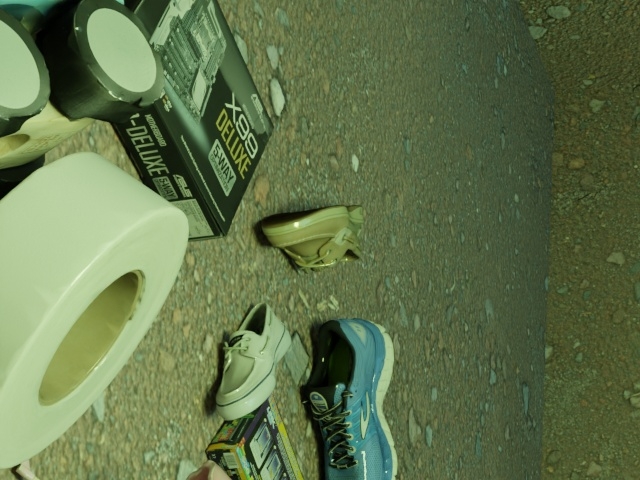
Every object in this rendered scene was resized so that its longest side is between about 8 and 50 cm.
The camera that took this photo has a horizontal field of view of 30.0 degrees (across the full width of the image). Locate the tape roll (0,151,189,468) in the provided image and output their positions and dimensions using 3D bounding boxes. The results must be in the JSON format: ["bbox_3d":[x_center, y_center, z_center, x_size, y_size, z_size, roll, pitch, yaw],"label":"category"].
[{"bbox_3d":[-0.242,0.063,1.080,0.286,0.100,0.286,-54,169,-15],"label":"tape roll"}]

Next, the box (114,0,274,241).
[{"bbox_3d":[-0.175,-0.189,1.513,0.242,0.076,0.307,-69,144,-47],"label":"box"}]

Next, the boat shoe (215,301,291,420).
[{"bbox_3d":[-0.102,0.158,1.605,0.076,0.083,0.226,63,17,-15],"label":"boat shoe"}]

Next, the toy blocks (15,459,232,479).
[{"bbox_3d":[-0.220,0.365,1.127,0.260,0.309,0.288,41,17,-15],"label":"toy blocks"}]

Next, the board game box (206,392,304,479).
[{"bbox_3d":[-0.085,0.310,1.623,0.141,0.048,0.170,-57,135,-58],"label":"board game box"}]

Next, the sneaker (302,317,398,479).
[{"bbox_3d":[0.029,0.276,1.830,0.147,0.129,0.330,21,61,-48],"label":"sneaker"}]

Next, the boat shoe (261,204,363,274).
[{"bbox_3d":[0.000,0.000,1.827,0.302,0.109,0.098,-7,89,-72],"label":"boat shoe"}]

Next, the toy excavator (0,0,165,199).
[{"bbox_3d":[-0.317,-0.274,1.077,0.433,0.222,0.445,-19,84,-58],"label":"toy excavator"}]
